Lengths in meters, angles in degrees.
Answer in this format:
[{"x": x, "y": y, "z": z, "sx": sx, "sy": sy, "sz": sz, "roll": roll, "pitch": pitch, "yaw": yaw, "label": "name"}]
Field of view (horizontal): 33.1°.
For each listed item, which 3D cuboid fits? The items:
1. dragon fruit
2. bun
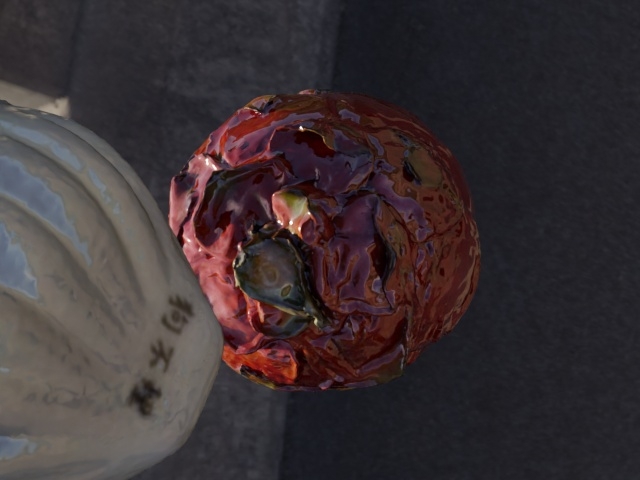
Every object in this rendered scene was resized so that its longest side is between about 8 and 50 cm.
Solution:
[{"x": 0.000, "y": 0.000, "z": 0.948, "sx": 0.277, "sy": 0.342, "sz": 0.277, "roll": 1, "pitch": 100, "yaw": 3, "label": "dragon fruit"}, {"x": -0.145, "y": 0.060, "z": 0.615, "sx": 0.175, "sy": 0.263, "sz": 0.263, "roll": 13, "pitch": 87, "yaw": 11, "label": "bun"}]
